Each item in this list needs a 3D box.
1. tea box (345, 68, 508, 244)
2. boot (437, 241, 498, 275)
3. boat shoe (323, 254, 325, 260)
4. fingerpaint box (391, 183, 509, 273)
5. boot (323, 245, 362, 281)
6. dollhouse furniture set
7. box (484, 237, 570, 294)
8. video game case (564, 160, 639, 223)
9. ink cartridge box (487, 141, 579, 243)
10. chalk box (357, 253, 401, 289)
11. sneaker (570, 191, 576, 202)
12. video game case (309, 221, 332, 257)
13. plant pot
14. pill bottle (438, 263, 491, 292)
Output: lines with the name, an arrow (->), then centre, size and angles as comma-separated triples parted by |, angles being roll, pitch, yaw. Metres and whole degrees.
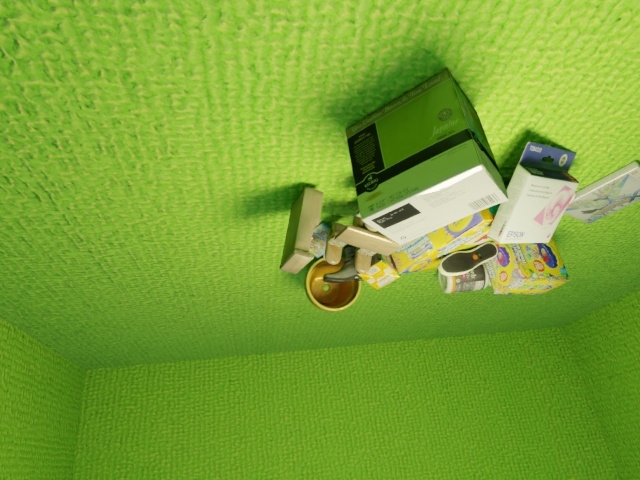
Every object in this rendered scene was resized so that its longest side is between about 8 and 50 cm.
tea box -> 0.276, -0.213, 1.206 | 0.329, 0.323, 0.220 | -24, 148, 31
boot -> 0.554, 0.097, 1.742 | 0.244, 0.088, 0.176 | -18, 162, -13
boat shoe -> 0.039, 0.039, 1.921 | 0.059, 0.063, 0.170 | -3, 152, 3
fingerpaint box -> 0.544, -0.044, 1.724 | 0.371, 0.163, 0.445 | -4, 156, -35
boot -> 0.118, 0.103, 1.968 | 0.247, 0.161, 0.083 | -3, 169, -20
dollhouse furniture set -> 0.086, 0.009, 1.555 | 0.394, 0.256, 0.362 | 17, 154, -16
box -> 0.890, 0.076, 1.969 | 0.279, 0.289, 0.177 | 3, 151, -21
video game case -> 1.190, -0.184, 1.820 | 0.300, 0.036, 0.329 | 12, 147, -34
ink cartridge box -> 0.737, -0.146, 1.490 | 0.324, 0.071, 0.330 | -1, 118, -36
chalk box -> 0.243, 0.075, 1.880 | 0.132, 0.213, 0.132 | -34, 121, 29
sneaker -> 0.878, -0.155, 1.760 | 0.132, 0.086, 0.229 | 22, 131, -37
video game case -> 0.000, 0.000, 1.824 | 0.119, 0.015, 0.166 | 42, 132, -16
plant pot -> 0.041, 0.213, 2.093 | 0.254, 0.253, 0.239 | -2, 169, -10
pill bottle -> 0.763, 0.180, 2.281 | 0.279, 0.162, 0.162 | -6, 153, -4
